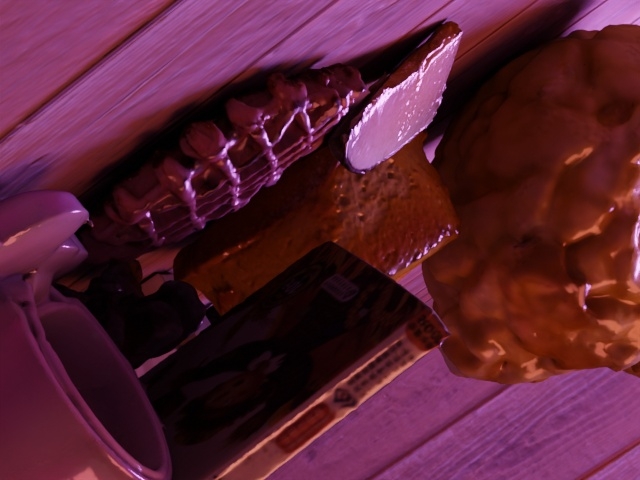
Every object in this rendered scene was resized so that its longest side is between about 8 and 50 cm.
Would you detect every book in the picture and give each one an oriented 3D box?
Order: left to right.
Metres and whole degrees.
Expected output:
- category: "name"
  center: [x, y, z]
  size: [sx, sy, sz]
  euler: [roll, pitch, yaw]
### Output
- category: "book"
  center: [-0.118, 0.159, 1.510]
  size: [0.428, 0.039, 0.300]
  euler: [-37, -163, -6]

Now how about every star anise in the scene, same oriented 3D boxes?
- category: "star anise"
  center: [-0.202, 0.071, 1.603]
  size: [0.257, 0.110, 0.198]
  euler: [-17, 179, -39]

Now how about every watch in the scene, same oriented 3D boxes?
- category: "watch"
  center: [-0.198, 0.097, 1.352]
  size: [0.211, 0.217, 0.248]
  euler: [-34, 172, 5]

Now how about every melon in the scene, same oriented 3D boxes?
- category: "melon"
  center: [0.050, -0.102, 1.608]
  size: [0.182, 0.054, 0.098]
  euler: [-46, 173, -41]

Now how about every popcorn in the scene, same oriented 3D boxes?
- category: "popcorn"
  center: [0.253, -0.030, 1.995]
  size: [0.344, 0.390, 0.354]
  euler: [-16, -152, -23]

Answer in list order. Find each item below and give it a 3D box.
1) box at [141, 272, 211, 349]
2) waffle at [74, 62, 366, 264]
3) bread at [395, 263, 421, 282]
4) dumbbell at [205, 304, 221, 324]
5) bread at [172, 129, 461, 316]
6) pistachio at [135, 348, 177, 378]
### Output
- category: "box"
  center: [-0.157, 0.162, 1.905]
  size: [0.168, 0.212, 0.095]
  euler: [-33, 171, 6]
- category: "waffle"
  center: [-0.078, -0.053, 1.496]
  size: [0.221, 0.055, 0.234]
  euler: [-40, 169, 37]
- category: "bread"
  center: [0.014, 0.013, 2.107]
  size: [0.210, 0.099, 0.235]
  euler: [-37, 165, 14]
- category: "dumbbell"
  center: [-0.079, 0.108, 2.279]
  size: [0.099, 0.099, 0.208]
  euler: [-39, 171, 36]
- category: "bread"
  center: [0.000, 0.000, 1.803]
  size: [0.268, 0.145, 0.268]
  euler: [-31, 175, -3]
- category: "pistachio"
  center: [-0.248, 0.167, 1.747]
  size: [0.299, 0.187, 0.187]
  euler: [-36, 174, -33]
